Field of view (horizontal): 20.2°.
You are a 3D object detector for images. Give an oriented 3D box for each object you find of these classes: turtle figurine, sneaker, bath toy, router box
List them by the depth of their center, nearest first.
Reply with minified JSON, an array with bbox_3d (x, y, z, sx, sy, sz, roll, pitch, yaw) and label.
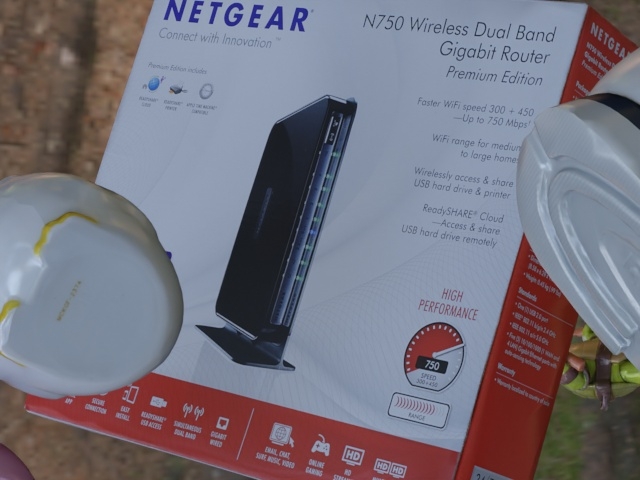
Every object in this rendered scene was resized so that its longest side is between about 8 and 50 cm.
[{"bbox_3d":[0.159,0.038,0.502,0.235,0.095,0.090,56,152,7],"label":"sneaker"},{"bbox_3d":[-0.204,0.112,0.791,0.348,0.151,0.129,-54,28,-6],"label":"bath toy"},{"bbox_3d":[0.000,0.000,1.089,0.335,0.082,0.301,9,79,39],"label":"router box"},{"bbox_3d":[0.284,0.122,1.733,0.217,0.269,0.087,-1,92,18],"label":"turtle figurine"}]
